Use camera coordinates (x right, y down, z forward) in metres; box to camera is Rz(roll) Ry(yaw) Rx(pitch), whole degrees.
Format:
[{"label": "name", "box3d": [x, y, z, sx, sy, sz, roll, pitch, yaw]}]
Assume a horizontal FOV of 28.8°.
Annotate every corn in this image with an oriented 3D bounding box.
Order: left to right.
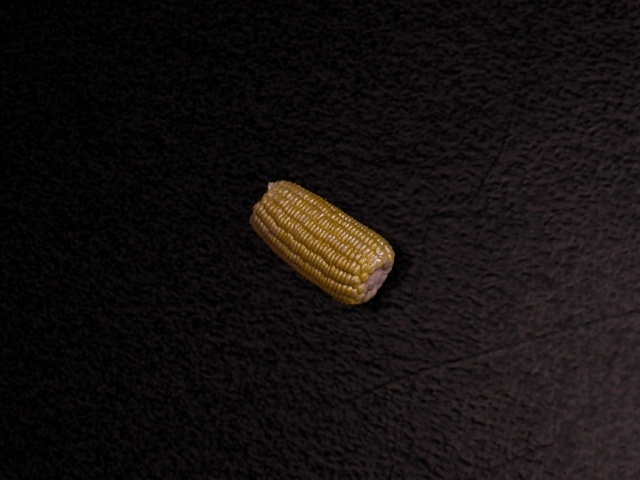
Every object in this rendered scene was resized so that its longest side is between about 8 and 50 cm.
[{"label": "corn", "box3d": [0.000, 0.000, 1.328, 0.165, 0.063, 0.085, 38, 119, 25]}]
